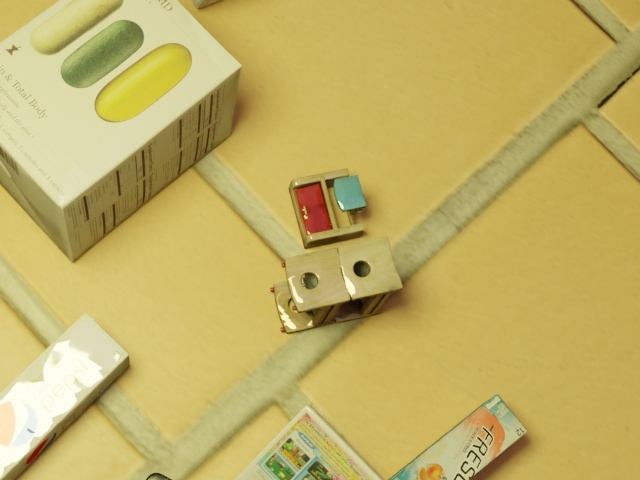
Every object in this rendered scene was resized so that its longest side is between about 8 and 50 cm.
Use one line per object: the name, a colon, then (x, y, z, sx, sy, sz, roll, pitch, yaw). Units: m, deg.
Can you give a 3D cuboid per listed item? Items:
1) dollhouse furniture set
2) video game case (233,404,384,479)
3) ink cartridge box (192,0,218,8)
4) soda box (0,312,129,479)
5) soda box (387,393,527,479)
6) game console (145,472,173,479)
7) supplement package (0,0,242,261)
dollhouse furniture set: (0.000, 0.000, 1.392, 0.129, 0.129, 0.183, -12, 75, -12)
video game case: (-0.008, 0.291, 1.321, 0.157, 0.019, 0.143, 45, 98, 9)
ink cartridge box: (-0.149, -0.410, 1.476, 0.082, 0.140, 0.190, -24, 93, -18)
soda box: (-0.317, 0.186, 1.316, 0.074, 0.069, 0.216, 43, 72, 6)
soda box: (0.152, 0.259, 1.365, 0.183, 0.063, 0.058, -36, 80, -17)
game console: (-0.154, 0.336, 1.282, 0.144, 0.085, 0.124, 29, 70, 1)
supplement package: (-0.259, -0.153, 1.366, 0.263, 0.198, 0.199, -41, 82, -18)
